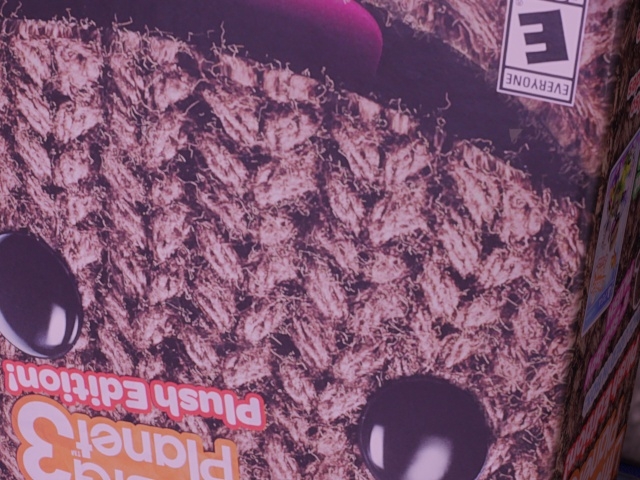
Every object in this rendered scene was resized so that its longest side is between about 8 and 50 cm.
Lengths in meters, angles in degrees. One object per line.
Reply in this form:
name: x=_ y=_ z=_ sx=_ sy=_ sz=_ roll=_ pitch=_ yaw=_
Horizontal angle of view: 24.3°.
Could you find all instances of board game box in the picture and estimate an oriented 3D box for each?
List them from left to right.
board game box: x=0.000 y=0.000 z=0.559 sx=0.232 sy=0.141 sz=0.291 roll=13 pitch=117 yaw=20

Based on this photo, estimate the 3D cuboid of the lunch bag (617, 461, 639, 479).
lunch bag: x=0.184 y=0.296 z=0.686 sx=0.239 sy=0.328 sz=0.385 roll=-36 pitch=117 yaw=11
